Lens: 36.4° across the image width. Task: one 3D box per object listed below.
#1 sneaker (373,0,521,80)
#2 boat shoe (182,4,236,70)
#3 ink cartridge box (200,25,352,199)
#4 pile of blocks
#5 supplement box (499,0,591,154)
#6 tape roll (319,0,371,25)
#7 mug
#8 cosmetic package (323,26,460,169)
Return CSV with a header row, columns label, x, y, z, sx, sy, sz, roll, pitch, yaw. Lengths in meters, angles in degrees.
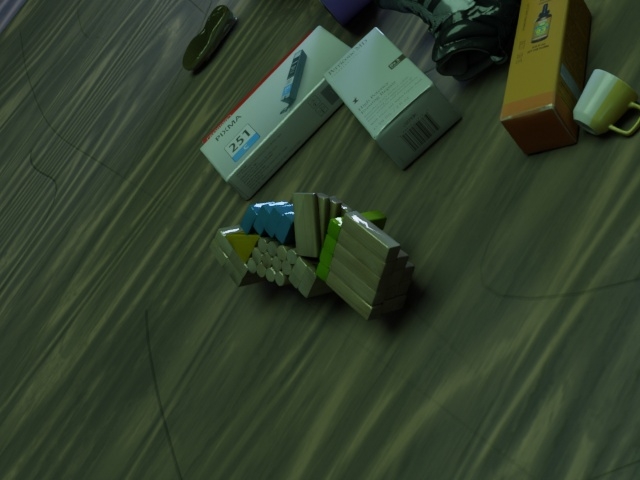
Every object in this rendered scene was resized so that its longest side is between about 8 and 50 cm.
label,x,y,z,sx,sy,sz,roll,pitch,yaw
sneaker,0.167,-0.316,1.405,0.268,0.101,0.153,11,84,38
boat shoe,-0.225,-0.407,1.991,0.056,0.048,0.153,24,82,40
ink cartridge box,-0.084,-0.241,1.666,0.296,0.066,0.261,-45,37,3
pile of blocks,0.000,0.000,1.302,0.362,0.112,0.149,10,106,47
supplement box,0.294,-0.227,1.257,0.078,0.080,0.233,-12,51,38
tape roll,-0.020,-0.498,1.661,0.090,0.275,0.275,-40,37,8
mug,0.340,-0.160,1.163,0.064,0.062,0.078,-55,29,4
cosmetic package,0.100,-0.215,1.438,0.117,0.085,0.231,-42,37,7
